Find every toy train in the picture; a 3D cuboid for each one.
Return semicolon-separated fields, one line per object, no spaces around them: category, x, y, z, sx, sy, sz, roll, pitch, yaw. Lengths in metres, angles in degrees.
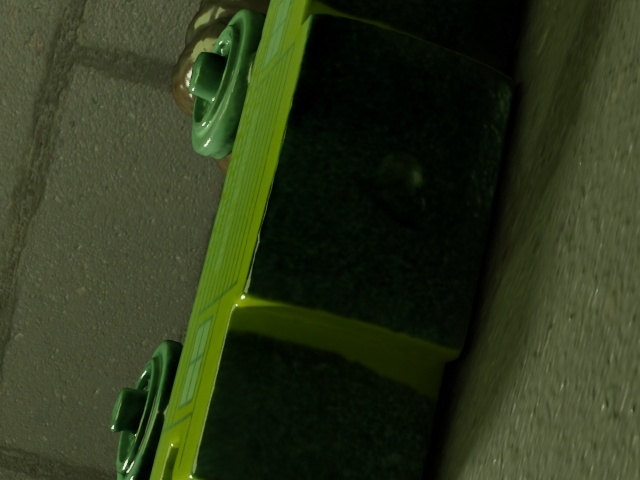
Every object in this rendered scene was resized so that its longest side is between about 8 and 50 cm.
toy train;0.000;0.000;1.057;0.272;0.179;0.442;143;142;-67

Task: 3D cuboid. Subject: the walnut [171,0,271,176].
walnut;-0.037;-0.154;1.600;0.224;0.224;0.224;-165;90;-84
